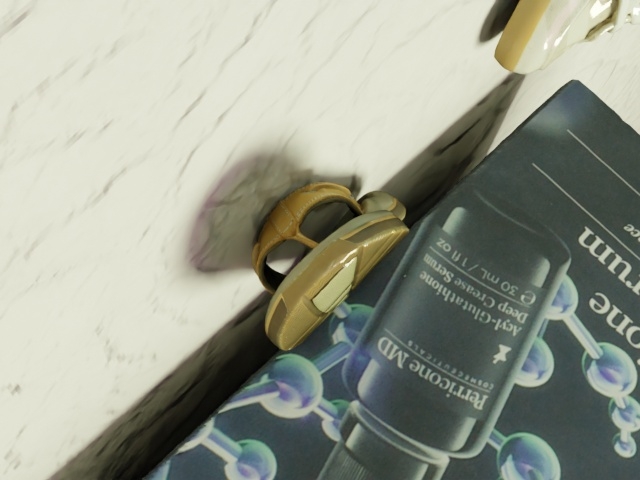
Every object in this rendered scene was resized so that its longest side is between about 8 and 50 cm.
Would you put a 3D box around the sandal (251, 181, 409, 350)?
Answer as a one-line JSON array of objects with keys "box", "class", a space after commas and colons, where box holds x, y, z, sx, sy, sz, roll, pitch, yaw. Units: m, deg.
[{"box": [0.000, 0.000, 0.503, 0.072, 0.049, 0.180, -47, -179, 11], "class": "sandal"}]

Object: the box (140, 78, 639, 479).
[{"box": [0.102, 0.154, 0.644, 0.395, 0.293, 0.212, -42, 170, -31], "class": "box"}]

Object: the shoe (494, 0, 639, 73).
[{"box": [0.171, -0.159, 0.582, 0.219, 0.058, 0.076, -47, 165, -12], "class": "shoe"}]
